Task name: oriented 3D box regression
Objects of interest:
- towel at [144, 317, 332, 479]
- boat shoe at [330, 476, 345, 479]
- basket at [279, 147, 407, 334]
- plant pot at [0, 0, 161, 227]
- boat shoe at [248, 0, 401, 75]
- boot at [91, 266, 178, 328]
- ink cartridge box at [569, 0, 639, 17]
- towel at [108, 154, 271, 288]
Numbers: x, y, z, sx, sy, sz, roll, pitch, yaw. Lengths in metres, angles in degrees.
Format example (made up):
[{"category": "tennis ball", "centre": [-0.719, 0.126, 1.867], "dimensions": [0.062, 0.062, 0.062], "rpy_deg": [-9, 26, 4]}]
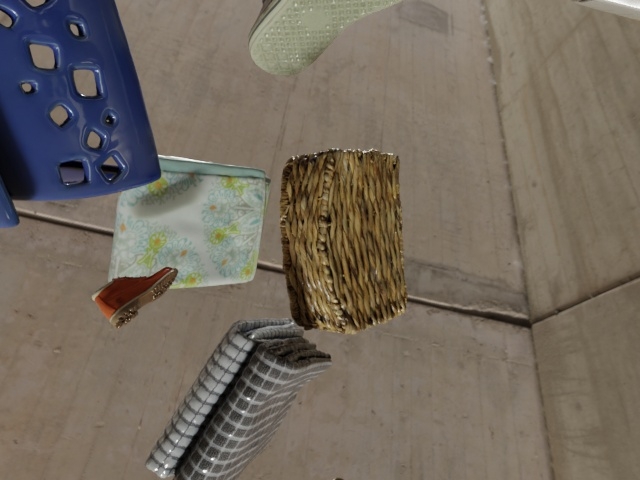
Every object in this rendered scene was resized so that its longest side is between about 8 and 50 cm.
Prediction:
[{"category": "towel", "centre": [-0.105, 0.254, 0.669], "dimensions": [0.122, 0.284, 0.234], "rpy_deg": [30, -91, 19]}, {"category": "boat shoe", "centre": [0.060, 0.542, 0.835], "dimensions": [0.178, 0.060, 0.064], "rpy_deg": [49, -146, -14]}, {"category": "basket", "centre": [0.000, 0.000, 0.733], "dimensions": [0.214, 0.223, 0.298], "rpy_deg": [-10, -81, -44]}, {"category": "plant pot", "centre": [-0.347, -0.144, 0.429], "dimensions": [0.236, 0.235, 0.212], "rpy_deg": [8, -149, 24]}, {"category": "boat shoe", "centre": [0.044, -0.477, 0.728], "dimensions": [0.187, 0.501, 0.155], "rpy_deg": [20, -115, -36]}, {"category": "boot", "centre": [-0.352, 0.087, 0.800], "dimensions": [0.085, 0.059, 0.158], "rpy_deg": [39, -131, 11]}, {"category": "ink cartridge box", "centre": [0.495, -0.375, 0.543], "dimensions": [0.233, 0.171, 0.168], "rpy_deg": [19, -148, 8]}, {"category": "towel", "centre": [-0.302, -0.037, 1.021], "dimensions": [0.375, 0.319, 0.090], "rpy_deg": [1, -165, -43]}]
